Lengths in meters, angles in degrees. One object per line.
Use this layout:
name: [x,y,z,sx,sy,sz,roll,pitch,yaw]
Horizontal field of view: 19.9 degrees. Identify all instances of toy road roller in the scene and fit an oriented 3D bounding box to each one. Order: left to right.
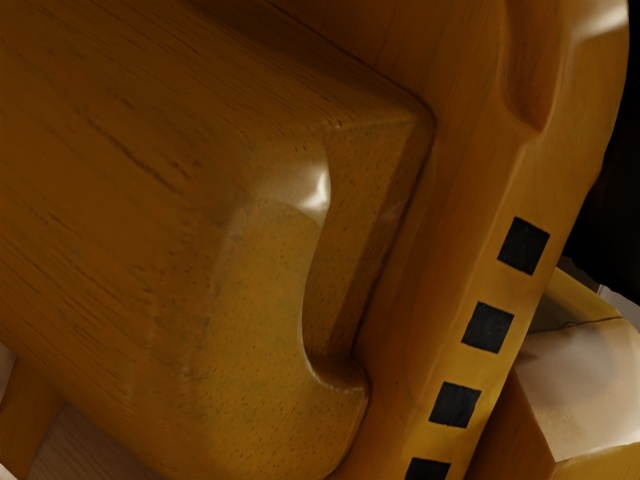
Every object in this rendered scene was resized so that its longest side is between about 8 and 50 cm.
toy road roller: [-0.026,0.020,0.537,0.240,0.202,0.330,-9,127,-49]

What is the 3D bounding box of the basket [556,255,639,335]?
basket: [0.112,0.016,0.946,0.204,0.154,0.227,-60,158,6]
